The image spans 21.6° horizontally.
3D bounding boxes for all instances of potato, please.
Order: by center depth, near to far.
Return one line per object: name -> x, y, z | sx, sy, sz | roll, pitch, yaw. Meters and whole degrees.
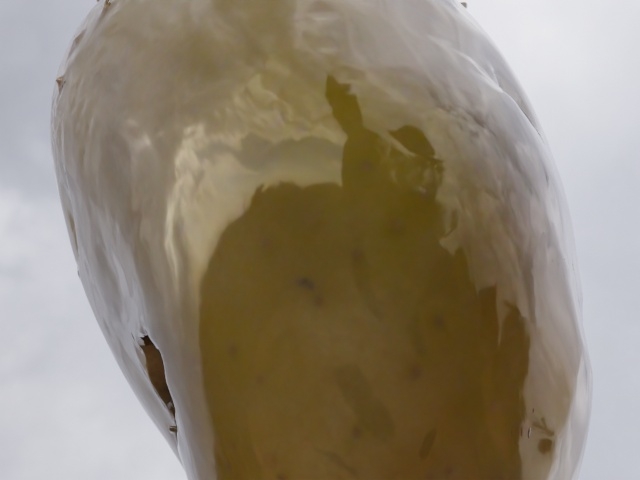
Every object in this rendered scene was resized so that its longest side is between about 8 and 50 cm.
potato -> 0.000, 0.000, 0.463 | 0.146, 0.234, 0.150 | -37, -45, 4
